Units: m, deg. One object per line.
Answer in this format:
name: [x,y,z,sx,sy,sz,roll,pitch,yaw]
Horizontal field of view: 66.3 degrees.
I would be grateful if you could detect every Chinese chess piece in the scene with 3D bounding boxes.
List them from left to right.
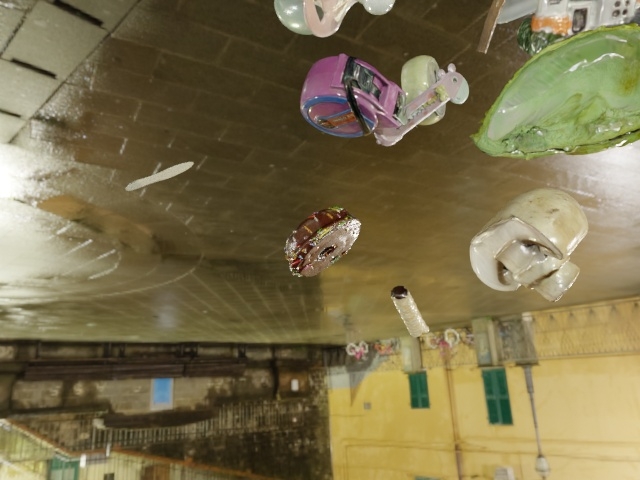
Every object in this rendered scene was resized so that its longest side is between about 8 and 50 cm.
Chinese chess piece: [0.353,-0.504,1.662,0.092,0.238,0.237,-6,164,29]

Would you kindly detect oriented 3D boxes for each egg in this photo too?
egg: [-0.042,-0.763,1.584,0.183,0.183,0.264,14,-162,-45]

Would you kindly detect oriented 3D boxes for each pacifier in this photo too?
pacifier: [0.076,-0.725,1.382,0.273,0.332,0.220,40,171,-12]

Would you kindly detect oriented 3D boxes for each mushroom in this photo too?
mushroom: [0.437,0.000,0.983,0.189,0.195,0.254,-43,168,-19]

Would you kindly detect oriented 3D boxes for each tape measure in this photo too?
tape measure: [0.074,-0.366,1.273,0.231,0.149,0.245,2,161,46]

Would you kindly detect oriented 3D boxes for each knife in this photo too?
knife: [0.318,-0.413,1.529,0.398,0.132,0.038,-38,-166,-17]

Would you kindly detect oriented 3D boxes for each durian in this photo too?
durian: [0.382,-0.213,0.717,0.198,0.163,0.394,-25,-162,-15]

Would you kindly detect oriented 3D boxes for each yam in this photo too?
yam: [0.416,-0.532,1.188,0.032,0.032,0.145,4,118,-21]

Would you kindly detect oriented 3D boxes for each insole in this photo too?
insole: [-0.434,-0.175,1.331,0.197,0.004,0.065,-28,174,-29]

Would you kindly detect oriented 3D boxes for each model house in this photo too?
model house: [0.554,-0.530,0.973,0.271,0.190,0.301,-1,119,10]

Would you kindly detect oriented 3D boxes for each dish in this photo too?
dish: [0.678,-0.823,1.549,0.316,0.316,0.106,-17,123,40]

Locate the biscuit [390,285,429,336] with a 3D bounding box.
biscuit: [0.258,0.208,1.406,0.061,0.055,0.219,-13,135,19]

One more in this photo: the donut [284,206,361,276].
donut: [0.000,0.000,1.325,0.235,0.089,0.235,-32,158,-14]
